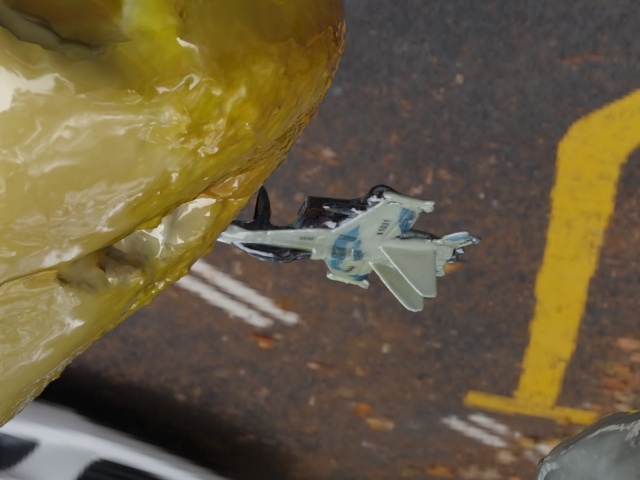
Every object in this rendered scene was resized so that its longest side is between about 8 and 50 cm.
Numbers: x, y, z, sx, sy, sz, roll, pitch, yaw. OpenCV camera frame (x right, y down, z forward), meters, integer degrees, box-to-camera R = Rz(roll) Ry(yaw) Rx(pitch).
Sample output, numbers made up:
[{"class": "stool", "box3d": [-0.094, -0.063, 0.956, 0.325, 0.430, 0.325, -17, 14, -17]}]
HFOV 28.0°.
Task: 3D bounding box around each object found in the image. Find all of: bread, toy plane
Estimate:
[{"class": "bread", "box3d": [-0.157, -0.075, 0.747, 0.394, 0.361, 0.250, -36, 125, 24]}, {"class": "toy plane", "box3d": [0.001, -0.010, 1.116, 0.262, 0.088, 0.192, 16, 154, -10]}]

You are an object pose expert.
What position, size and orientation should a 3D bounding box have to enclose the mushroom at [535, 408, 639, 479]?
[{"class": "mushroom", "box3d": [0.175, 0.114, 0.588, 0.097, 0.109, 0.351, -8, 159, -12]}]
